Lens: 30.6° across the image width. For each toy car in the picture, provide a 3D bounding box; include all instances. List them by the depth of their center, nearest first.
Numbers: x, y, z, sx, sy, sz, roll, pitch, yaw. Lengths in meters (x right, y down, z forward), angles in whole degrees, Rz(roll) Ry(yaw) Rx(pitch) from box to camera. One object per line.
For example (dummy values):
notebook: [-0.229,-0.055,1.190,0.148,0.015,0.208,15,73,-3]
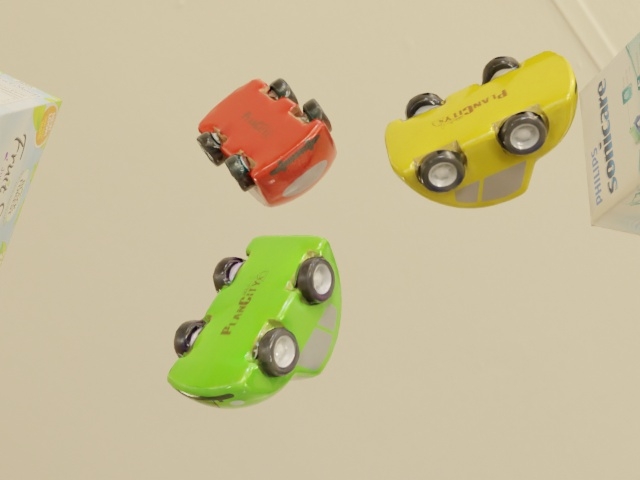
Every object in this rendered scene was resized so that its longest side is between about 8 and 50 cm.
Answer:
toy car: [0.000,0.000,0.587,0.239,0.225,0.053,0,-43,38]

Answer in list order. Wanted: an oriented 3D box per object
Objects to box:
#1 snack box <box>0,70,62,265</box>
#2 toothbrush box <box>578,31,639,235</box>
snack box: [-0.299,-0.037,0.925,0.070,0.207,0.174,25,-73,3]
toothbrush box: [0.347,-0.105,0.799,0.216,0.126,0.295,11,-28,-18]
